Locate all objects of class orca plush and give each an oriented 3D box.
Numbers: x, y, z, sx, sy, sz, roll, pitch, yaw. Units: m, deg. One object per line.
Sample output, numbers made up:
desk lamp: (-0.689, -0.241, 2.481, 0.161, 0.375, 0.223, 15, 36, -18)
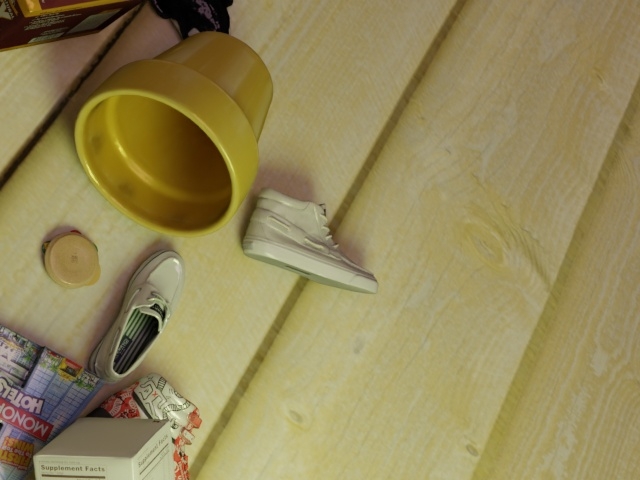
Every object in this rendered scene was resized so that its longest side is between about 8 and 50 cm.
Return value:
orca plush: (-0.181, -0.432, 1.535, 0.151, 0.102, 0.287, 4, 80, -36)

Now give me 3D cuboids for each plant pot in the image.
plant pot: (-0.185, -0.173, 1.420, 0.254, 0.254, 0.239, 49, 44, -20)

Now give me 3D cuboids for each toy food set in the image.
toy food set: (-0.351, 0.027, 1.390, 0.083, 0.020, 0.083, -11, 89, -37)

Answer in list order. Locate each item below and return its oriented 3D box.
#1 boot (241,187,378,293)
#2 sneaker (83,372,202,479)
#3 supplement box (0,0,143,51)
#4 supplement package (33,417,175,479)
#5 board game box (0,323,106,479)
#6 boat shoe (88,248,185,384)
boot: (0.000, 0.000, 1.606, 0.258, 0.095, 0.123, 22, 77, -31)
sneaker: (-0.211, 0.321, 1.405, 0.145, 0.090, 0.270, -37, 103, -32)
supplement box: (-0.363, -0.354, 1.331, 0.191, 0.194, 0.129, -22, 96, -37)
supplement package: (-0.267, 0.366, 1.267, 0.139, 0.133, 0.244, -41, 128, -75)
board game box: (-0.413, 0.226, 1.289, 0.194, 0.060, 0.194, 36, 63, -27)
boat shoe: (-0.247, 0.110, 1.419, 0.083, 0.075, 0.226, 37, 63, -27)
